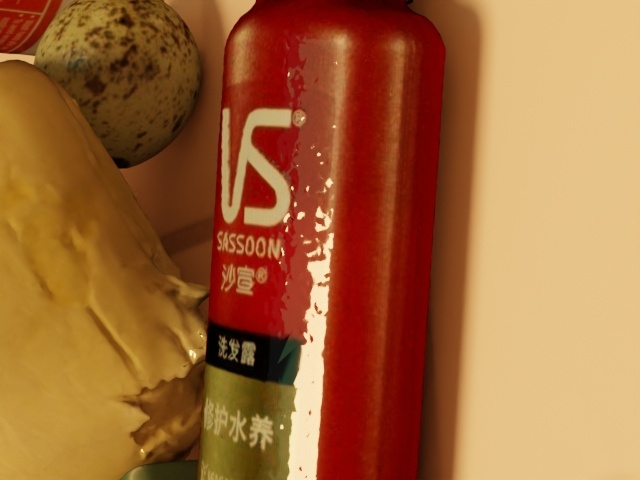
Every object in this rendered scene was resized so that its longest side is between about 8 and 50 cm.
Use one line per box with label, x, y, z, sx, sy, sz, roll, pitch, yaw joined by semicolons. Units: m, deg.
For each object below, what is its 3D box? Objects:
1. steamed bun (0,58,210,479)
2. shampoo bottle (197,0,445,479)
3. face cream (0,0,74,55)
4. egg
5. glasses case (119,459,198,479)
steamed bun;-0.175;0.038;0.836;0.273;0.166;0.232;-1;118;62
shampoo bottle;-0.001;0.000;0.695;0.118;0.076;0.314;8;95;62
face cream;-0.195;-0.205;0.928;0.201;0.187;0.201;-7;82;59
egg;-0.106;-0.079;0.869;0.110;0.085;0.085;-50;47;46
glasses case;-0.086;0.165;0.825;0.184;0.077;0.039;-52;48;45
